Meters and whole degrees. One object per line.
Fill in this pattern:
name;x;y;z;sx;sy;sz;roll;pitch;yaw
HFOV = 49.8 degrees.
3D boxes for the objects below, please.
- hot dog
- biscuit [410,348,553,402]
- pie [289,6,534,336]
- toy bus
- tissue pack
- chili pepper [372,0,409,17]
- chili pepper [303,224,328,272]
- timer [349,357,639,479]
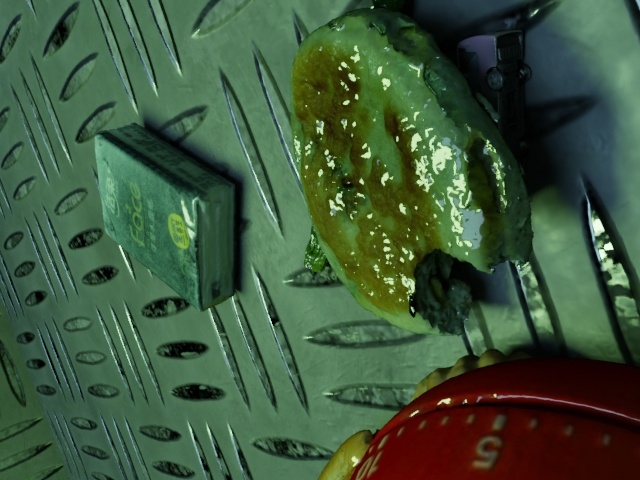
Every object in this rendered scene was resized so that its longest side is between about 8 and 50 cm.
hot dog;0.053;0.286;0.824;0.102;0.076;0.249;21;136;-2
biscuit;0.150;0.142;0.635;0.118;0.061;0.183;26;143;-14
pie;0.059;-0.057;0.616;0.302;0.067;0.302;42;142;44
toy bus;0.138;-0.101;0.555;0.052;0.037;0.130;20;124;50
tissue pack;-0.220;-0.040;0.989;0.257;0.081;0.185;31;130;37
chili pepper;0.045;-0.238;0.601;0.055;0.035;0.118;-40;79;34
chili pepper;0.001;-0.001;0.785;0.030;0.034;0.091;18;127;5
timer;0.183;0.259;0.459;0.378;0.279;0.377;20;130;26
